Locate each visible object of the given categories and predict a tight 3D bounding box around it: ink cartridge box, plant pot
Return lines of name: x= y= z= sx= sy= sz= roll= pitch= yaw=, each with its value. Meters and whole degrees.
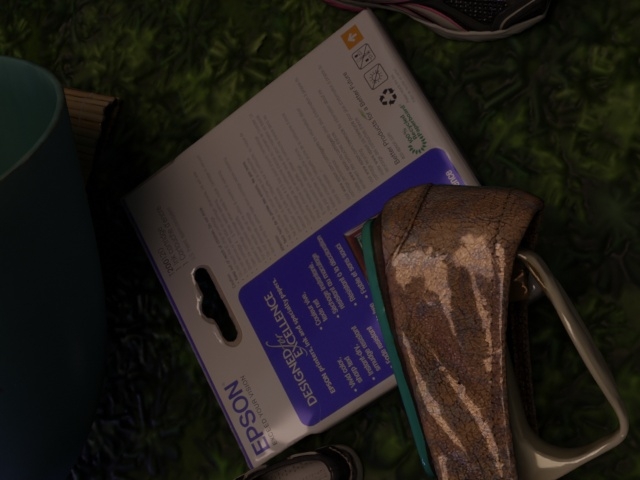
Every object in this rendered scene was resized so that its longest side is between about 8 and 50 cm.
ink cartridge box: x=0.000 y=0.000 z=0.583 sx=0.208 sy=0.045 sz=0.206 roll=-35 pitch=70 yaw=16
plant pot: x=-0.265 y=0.053 z=0.576 sx=0.293 sy=0.293 sz=0.235 roll=9 pitch=127 yaw=28

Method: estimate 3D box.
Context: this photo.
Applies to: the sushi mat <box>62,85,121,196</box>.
sushi mat: x=-0.302 y=-0.069 z=0.763 sx=0.316 sy=0.019 sz=0.152 roll=15 pitch=90 yaw=28

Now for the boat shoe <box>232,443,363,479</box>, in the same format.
boat shoe: x=-0.033 y=0.161 z=0.581 sx=0.125 sy=0.038 sz=0.046 roll=-26 pitch=72 yaw=21

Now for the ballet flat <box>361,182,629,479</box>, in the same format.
ballet flat: x=0.101 y=0.123 z=0.461 sx=0.106 sy=0.107 sz=0.316 roll=-12 pitch=93 yaw=17

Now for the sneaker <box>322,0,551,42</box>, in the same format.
sneaker: x=0.054 y=-0.164 z=0.564 sx=0.178 sy=0.077 sz=0.072 roll=9 pitch=88 yaw=27
